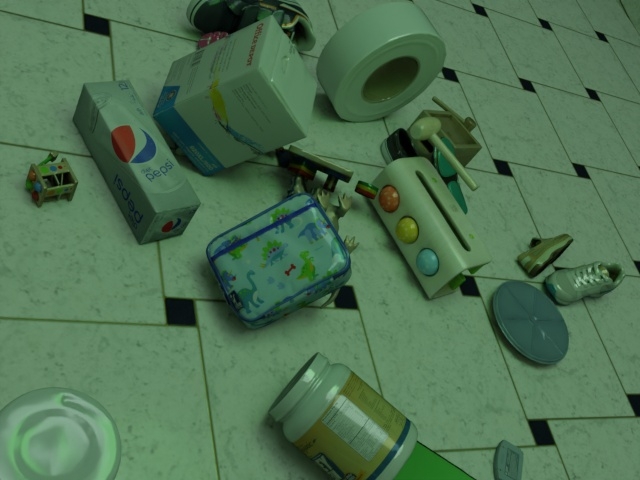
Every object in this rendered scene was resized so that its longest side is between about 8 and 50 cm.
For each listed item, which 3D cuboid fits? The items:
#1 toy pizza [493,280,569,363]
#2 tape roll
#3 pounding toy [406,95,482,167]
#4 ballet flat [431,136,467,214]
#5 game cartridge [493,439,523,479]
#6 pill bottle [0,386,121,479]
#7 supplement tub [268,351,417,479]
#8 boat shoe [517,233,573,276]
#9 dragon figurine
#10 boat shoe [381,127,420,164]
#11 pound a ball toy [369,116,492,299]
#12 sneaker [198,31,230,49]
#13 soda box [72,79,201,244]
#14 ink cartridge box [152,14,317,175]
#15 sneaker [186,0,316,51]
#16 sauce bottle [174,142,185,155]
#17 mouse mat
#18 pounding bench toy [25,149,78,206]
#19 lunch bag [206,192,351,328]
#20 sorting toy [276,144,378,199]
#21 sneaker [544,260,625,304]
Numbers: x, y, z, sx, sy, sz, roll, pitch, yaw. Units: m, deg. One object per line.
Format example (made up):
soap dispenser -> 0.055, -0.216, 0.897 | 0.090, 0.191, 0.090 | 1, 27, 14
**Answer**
toy pizza -> 0.448, 0.177, 1.579 | 0.201, 0.032, 0.201 | 17, 49, -21
tape roll -> 0.138, -0.395, 1.651 | 0.286, 0.286, 0.100 | -9, 60, -38
pounding toy -> 0.300, -0.258, 1.796 | 0.206, 0.094, 0.181 | -8, 56, -49
ballet flat -> 0.278, -0.136, 1.661 | 0.070, 0.070, 0.189 | -10, 86, -39
game cartridge -> 0.340, 0.406, 1.333 | 0.056, 0.017, 0.083 | 35, 44, -10
pill bottle -> -0.322, 0.275, 0.825 | 0.136, 0.246, 0.136 | 18, 47, -21
supplement tub -> 0.033, 0.282, 1.133 | 0.199, 0.144, 0.144 | 40, 44, 1
boat shoe -> 0.532, 0.017, 1.746 | 0.072, 0.068, 0.190 | 43, 43, 21
dragon figurine -> 0.000, 0.000, 1.374 | 0.085, 0.144, 0.289 | 2, 69, -25
boat shoe -> 0.214, -0.157, 1.659 | 0.080, 0.076, 0.229 | -2, 57, -35
pound a ball toy -> 0.217, -0.069, 1.496 | 0.135, 0.208, 0.319 | -12, 64, -40
sneaker -> -0.183, -0.405, 1.609 | 0.170, 0.075, 0.063 | 9, 66, 0
soda box -> -0.322, -0.140, 1.270 | 0.091, 0.098, 0.286 | -16, 67, -41
ink cartridge box -> -0.150, -0.261, 1.350 | 0.168, 0.232, 0.171 | 52, 32, -37
sneaker -> -0.139, -0.488, 1.654 | 0.321, 0.126, 0.128 | -11, 57, -41
sauce bottle -> -0.272, -0.219, 1.409 | 0.042, 0.042, 0.128 | 6, 55, -30
mouse mat -> 0.187, 0.423, 1.223 | 0.189, 0.007, 0.153 | 35, 44, -7
pounding bench toy -> -0.445, -0.105, 1.191 | 0.065, 0.052, 0.083 | -17, 66, -41
lunch bag -> -0.071, 0.032, 1.237 | 0.218, 0.090, 0.176 | -26, 70, -5
sorting toy -> -0.014, -0.139, 1.461 | 0.274, 0.132, 0.046 | 23, 89, -1
sneaker -> 0.617, 0.090, 1.720 | 0.228, 0.092, 0.088 | -7, 62, -36
